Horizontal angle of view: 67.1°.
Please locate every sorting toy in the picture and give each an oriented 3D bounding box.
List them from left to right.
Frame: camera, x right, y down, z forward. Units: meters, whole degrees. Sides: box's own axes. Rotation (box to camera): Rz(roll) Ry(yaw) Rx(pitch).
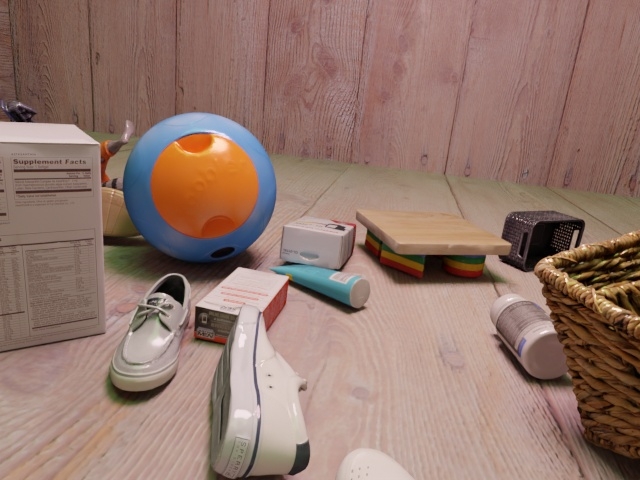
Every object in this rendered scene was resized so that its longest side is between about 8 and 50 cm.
[{"bbox_3d":[0.235,0.008,1.081,0.257,0.089,0.255,1,18,-16],"label":"sorting toy"}]

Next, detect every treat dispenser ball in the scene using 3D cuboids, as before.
[{"bbox_3d":[-0.230,-0.100,0.940,0.288,0.288,0.288,5,17,-2],"label":"treat dispenser ball"}]

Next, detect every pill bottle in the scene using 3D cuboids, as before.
[{"bbox_3d":[0.307,0.135,0.713,0.078,0.078,0.137,4,18,-4],"label":"pill bottle"}]

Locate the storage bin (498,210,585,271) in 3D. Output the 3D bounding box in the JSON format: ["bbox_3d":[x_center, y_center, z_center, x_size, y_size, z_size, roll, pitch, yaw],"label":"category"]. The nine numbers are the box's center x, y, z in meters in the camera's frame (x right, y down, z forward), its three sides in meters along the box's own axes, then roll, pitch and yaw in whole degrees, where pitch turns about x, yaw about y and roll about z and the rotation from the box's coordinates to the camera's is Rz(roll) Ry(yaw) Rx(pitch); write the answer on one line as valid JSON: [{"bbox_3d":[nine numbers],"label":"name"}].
[{"bbox_3d":[0.526,-0.002,1.153,0.180,0.122,0.084,-3,19,-27],"label":"storage bin"}]

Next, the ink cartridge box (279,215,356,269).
[{"bbox_3d":[0.000,0.000,1.031,0.127,0.072,0.175,10,11,11],"label":"ink cartridge box"}]

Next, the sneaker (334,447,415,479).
[{"bbox_3d":[0.087,0.220,0.283,0.111,0.129,0.297,-3,18,-20],"label":"sneaker"}]

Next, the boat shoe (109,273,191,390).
[{"bbox_3d":[-0.216,0.105,0.630,0.079,0.081,0.227,4,17,-6],"label":"boat shoe"}]

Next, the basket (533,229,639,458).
[{"bbox_3d":[0.425,0.081,0.504,0.299,0.223,0.213,-12,-7,-15],"label":"basket"}]

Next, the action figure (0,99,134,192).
[{"bbox_3d":[-0.557,-0.155,1.085,0.330,0.341,0.179,-18,57,3],"label":"action figure"}]

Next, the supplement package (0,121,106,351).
[{"bbox_3d":[-0.414,-0.016,0.651,0.198,0.263,0.199,-6,21,-34],"label":"supplement package"}]

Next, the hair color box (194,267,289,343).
[{"bbox_3d":[-0.115,0.098,0.739,0.093,0.053,0.167,10,16,10],"label":"hair color box"}]

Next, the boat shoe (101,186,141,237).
[{"bbox_3d":[-0.501,-0.055,1.037,0.285,0.103,0.092,5,-15,-6],"label":"boat shoe"}]

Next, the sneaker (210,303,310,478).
[{"bbox_3d":[-0.065,0.159,0.531,0.091,0.094,0.258,20,18,-15],"label":"sneaker"}]

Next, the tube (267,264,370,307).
[{"bbox_3d":[-0.003,0.070,0.881,0.080,0.052,0.207,7,5,-44],"label":"tube"}]
